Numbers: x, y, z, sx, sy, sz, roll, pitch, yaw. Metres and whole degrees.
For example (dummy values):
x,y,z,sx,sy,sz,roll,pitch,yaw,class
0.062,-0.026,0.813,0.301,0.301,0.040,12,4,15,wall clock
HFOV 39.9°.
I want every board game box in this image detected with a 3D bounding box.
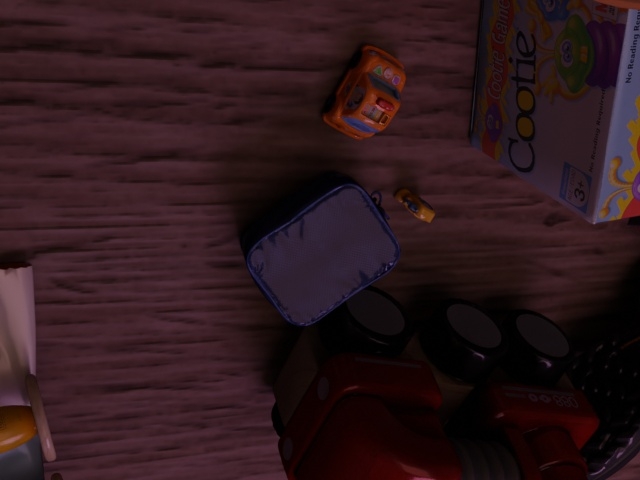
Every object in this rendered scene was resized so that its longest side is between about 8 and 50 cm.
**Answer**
x,y,z,sx,sy,sz,roll,pitch,yaw,class
0.254,-0.118,0.555,0.276,0.142,0.144,-9,118,-18,board game box

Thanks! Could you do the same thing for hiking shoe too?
x,y,z,sx,sy,sz,roll,pitch,yaw,class
0.262,0.114,0.699,0.227,0.086,0.114,-49,132,-7,hiking shoe

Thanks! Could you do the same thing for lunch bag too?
x,y,z,sx,sy,sz,roll,pitch,yaw,class
0.000,0.000,0.558,0.098,0.065,0.067,-33,107,-3,lunch bag

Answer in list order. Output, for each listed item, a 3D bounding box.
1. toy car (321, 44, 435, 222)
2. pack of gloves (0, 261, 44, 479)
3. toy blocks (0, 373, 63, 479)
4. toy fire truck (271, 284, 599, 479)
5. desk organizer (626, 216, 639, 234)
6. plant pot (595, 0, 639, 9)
x,y,z,sx,sy,sz,roll,pitch,yaw,class
0.054,-0.065,0.561,0.060,0.040,0.122,-44,123,3,toy car
-0.271,0.128,0.534,0.195,0.046,0.231,-4,106,-21,pack of gloves
-0.224,0.153,0.505,0.148,0.054,0.123,-14,109,-19,toy blocks
0.091,0.175,0.568,0.217,0.246,0.158,11,125,-27,toy fire truck
0.295,-0.017,0.629,0.050,0.130,0.047,37,69,-36,desk organizer
0.122,-0.267,0.388,0.291,0.203,0.290,-9,118,-17,plant pot
